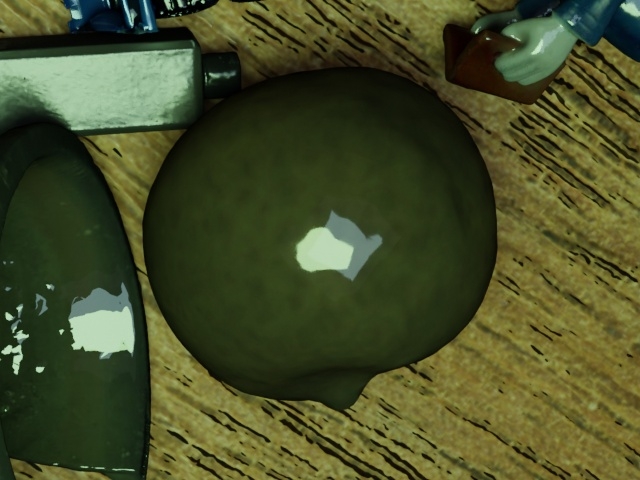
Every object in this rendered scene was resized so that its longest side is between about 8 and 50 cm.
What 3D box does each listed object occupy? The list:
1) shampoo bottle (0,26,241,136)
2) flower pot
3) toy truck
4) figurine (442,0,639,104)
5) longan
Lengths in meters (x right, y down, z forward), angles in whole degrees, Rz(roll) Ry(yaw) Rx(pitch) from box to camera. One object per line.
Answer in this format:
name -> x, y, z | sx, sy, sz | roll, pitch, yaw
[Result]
shampoo bottle -> -0.190, -0.133, 1.440 | 0.246, 0.080, 0.079 | -5, 108, -9
flower pot -> -0.308, 0.092, 1.372 | 0.251, 0.379, 0.379 | -4, 107, 13
toy truck -> -0.115, -0.237, 1.400 | 0.208, 0.126, 0.113 | -14, 107, -6
figurine -> 0.230, -0.225, 1.475 | 0.284, 0.204, 0.338 | -16, 95, 2
longan -> -0.003, -0.002, 1.409 | 0.297, 0.297, 0.297 | -3, 106, -10
